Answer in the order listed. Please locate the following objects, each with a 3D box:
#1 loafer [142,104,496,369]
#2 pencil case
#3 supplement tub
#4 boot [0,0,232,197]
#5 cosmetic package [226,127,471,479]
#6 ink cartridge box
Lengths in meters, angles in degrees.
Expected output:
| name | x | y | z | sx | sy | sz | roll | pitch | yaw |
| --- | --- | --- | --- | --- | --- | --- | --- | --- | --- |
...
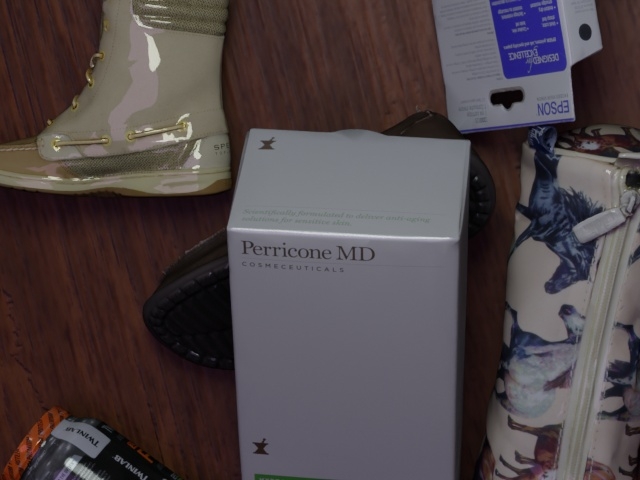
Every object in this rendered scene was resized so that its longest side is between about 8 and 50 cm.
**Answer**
| name | x | y | z | sx | sy | sz | roll | pitch | yaw |
| --- | --- | --- | --- | --- | --- | --- | --- | --- | --- |
| loafer | 0.000 | 0.000 | 1.819 | 0.366 | 0.130 | 0.134 | -27 | 124 | 20 |
| pencil case | 0.228 | 0.102 | 1.742 | 0.160 | 0.183 | 0.410 | 10 | 98 | 8 |
| supplement tub | -0.199 | 0.246 | 1.864 | 0.190 | 0.117 | 0.117 | 35 | 100 | 5 |
| boot | -0.211 | -0.143 | 1.840 | 0.262 | 0.095 | 0.203 | 2 | 96 | 8 |
| cosmetic package | 0.028 | 0.095 | 1.707 | 0.197 | 0.155 | 0.365 | 2 | 128 | 7 |
| ink cartridge box | 0.165 | -0.201 | 1.724 | 0.045 | 0.206 | 0.208 | -10 | 95 | -27 |
